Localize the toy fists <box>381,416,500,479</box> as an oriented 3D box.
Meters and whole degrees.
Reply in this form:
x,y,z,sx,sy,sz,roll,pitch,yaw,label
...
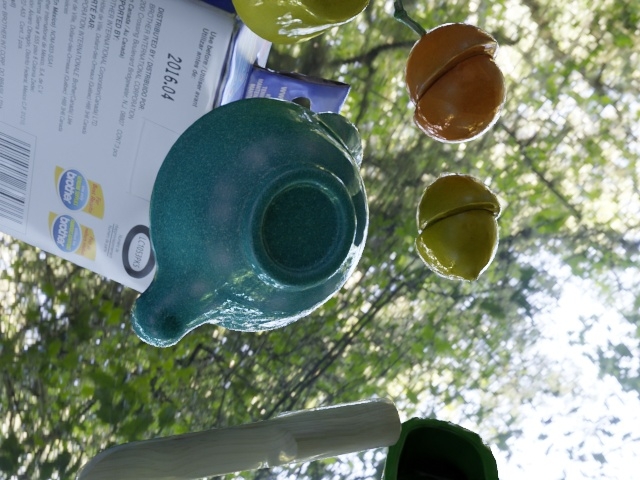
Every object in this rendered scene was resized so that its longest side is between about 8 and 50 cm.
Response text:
x,y,z,sx,sy,sz,roll,pitch,yaw,label
0.074,0.240,0.530,0.096,0.142,0.279,6,-150,-2,toy fists

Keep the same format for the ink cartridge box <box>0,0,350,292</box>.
x,y,z,sx,sy,sz,roll,pitch,yaw,label
-0.185,-0.131,0.652,0.395,0.270,0.151,24,-136,0,ink cartridge box

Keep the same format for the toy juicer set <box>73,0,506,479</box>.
x,y,z,sx,sy,sz,roll,pitch,yaw,label
0.000,0.000,0.534,0.209,0.089,0.329,21,-92,-30,toy juicer set
